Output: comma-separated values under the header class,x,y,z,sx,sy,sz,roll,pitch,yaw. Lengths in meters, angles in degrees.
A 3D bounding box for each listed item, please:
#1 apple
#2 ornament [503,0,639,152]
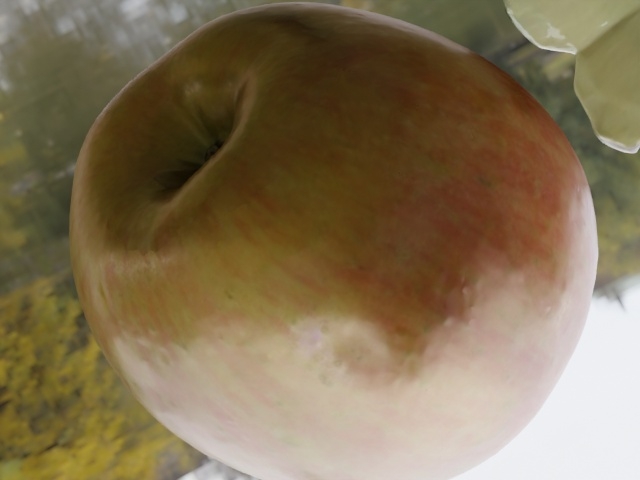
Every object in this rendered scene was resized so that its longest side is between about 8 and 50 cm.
class,x,y,z,sx,sy,sz,roll,pitch,yaw
apple,0.000,0.000,1.146,0.391,0.392,0.346,-27,142,28
ornament,0.268,-0.194,1.289,0.180,0.201,0.059,-38,176,40
